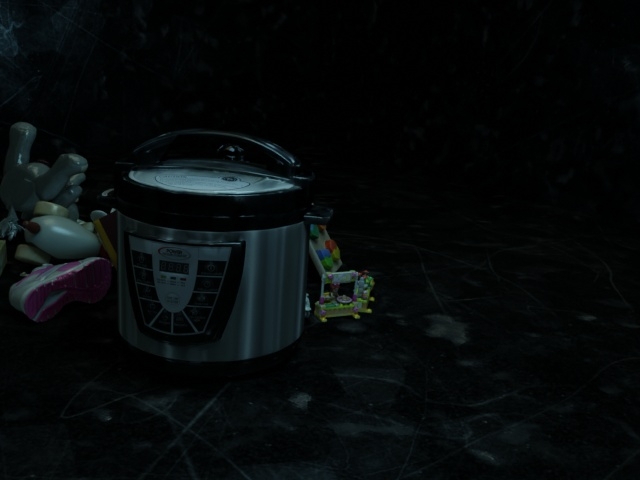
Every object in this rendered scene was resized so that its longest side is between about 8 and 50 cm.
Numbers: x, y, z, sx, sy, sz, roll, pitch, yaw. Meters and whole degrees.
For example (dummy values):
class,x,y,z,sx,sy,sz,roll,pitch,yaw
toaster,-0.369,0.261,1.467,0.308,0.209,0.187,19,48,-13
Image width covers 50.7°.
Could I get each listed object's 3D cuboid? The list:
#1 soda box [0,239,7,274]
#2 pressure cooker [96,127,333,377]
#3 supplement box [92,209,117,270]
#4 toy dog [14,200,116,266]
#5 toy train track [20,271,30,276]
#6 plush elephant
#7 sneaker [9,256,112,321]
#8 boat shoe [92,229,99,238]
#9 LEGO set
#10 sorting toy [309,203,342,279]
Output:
class,x,y,z,sx,sy,sz,roll,pitch,yaw
soda box,-0.794,0.052,1.615,0.058,0.061,0.181,-1,16,-16
pressure cooker,-0.205,0.000,1.276,0.370,0.420,0.375,-7,19,-36
supplement box,-0.375,-0.006,1.557,0.194,0.191,0.129,-23,7,21
toy dog,-0.585,-0.004,1.644,0.334,0.220,0.161,-6,-9,-5
toy train track,-0.681,0.082,1.625,0.083,0.014,0.048,5,15,6
plush elephant,-0.786,-0.133,1.982,0.272,0.330,0.255,23,-2,17
sneaker,-0.561,0.089,1.460,0.111,0.103,0.252,13,17,26
boat shoe,-0.582,-0.014,1.959,0.153,0.048,0.056,-3,28,0
LEGO set,0.060,0.104,1.548,0.132,0.107,0.287,18,21,41
sorting toy,0.000,0.000,1.778,0.038,0.193,0.208,-24,7,16
